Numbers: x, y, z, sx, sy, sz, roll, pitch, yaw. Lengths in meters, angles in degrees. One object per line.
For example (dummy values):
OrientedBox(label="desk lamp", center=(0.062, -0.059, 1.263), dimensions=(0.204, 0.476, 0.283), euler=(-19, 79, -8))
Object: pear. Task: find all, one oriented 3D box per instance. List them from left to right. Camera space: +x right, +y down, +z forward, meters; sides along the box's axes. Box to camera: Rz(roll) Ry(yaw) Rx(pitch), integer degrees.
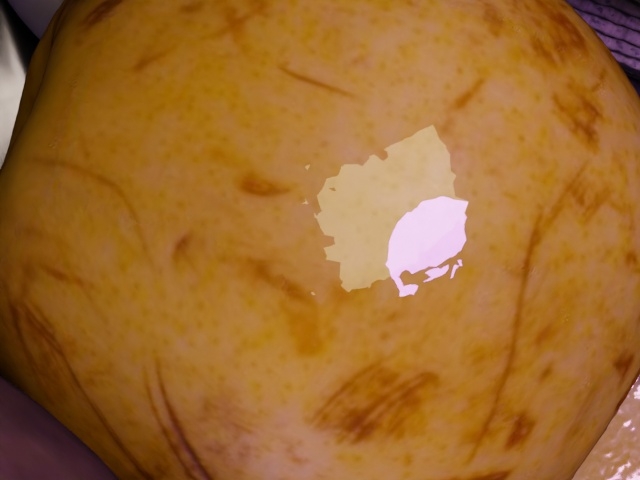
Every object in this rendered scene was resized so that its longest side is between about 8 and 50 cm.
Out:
OrientedBox(label="pear", center=(0.000, 0.000, 0.679), dimensions=(0.280, 0.281, 0.281), euler=(5, 75, -19))

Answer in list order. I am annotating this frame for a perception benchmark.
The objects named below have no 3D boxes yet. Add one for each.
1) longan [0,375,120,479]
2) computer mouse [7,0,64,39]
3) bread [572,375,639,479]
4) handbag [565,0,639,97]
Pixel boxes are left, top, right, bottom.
OrientedBox(label="longan", center=(-0.183, 0.168, 0.557), dimensions=(0.318, 0.319, 0.319), euler=(5, 75, -19))
OrientedBox(label="computer mouse", center=(-0.116, -0.212, 0.756), dimensions=(0.184, 0.121, 0.297), euler=(-30, 94, 1))
OrientedBox(label="bread", center=(0.184, 0.147, 0.814), dimensions=(0.245, 0.094, 0.102), euler=(30, 78, -10))
OrientedBox(label="handbag", center=(0.169, -0.188, 0.809), dimensions=(0.340, 0.240, 0.247), euler=(4, 77, -20))
